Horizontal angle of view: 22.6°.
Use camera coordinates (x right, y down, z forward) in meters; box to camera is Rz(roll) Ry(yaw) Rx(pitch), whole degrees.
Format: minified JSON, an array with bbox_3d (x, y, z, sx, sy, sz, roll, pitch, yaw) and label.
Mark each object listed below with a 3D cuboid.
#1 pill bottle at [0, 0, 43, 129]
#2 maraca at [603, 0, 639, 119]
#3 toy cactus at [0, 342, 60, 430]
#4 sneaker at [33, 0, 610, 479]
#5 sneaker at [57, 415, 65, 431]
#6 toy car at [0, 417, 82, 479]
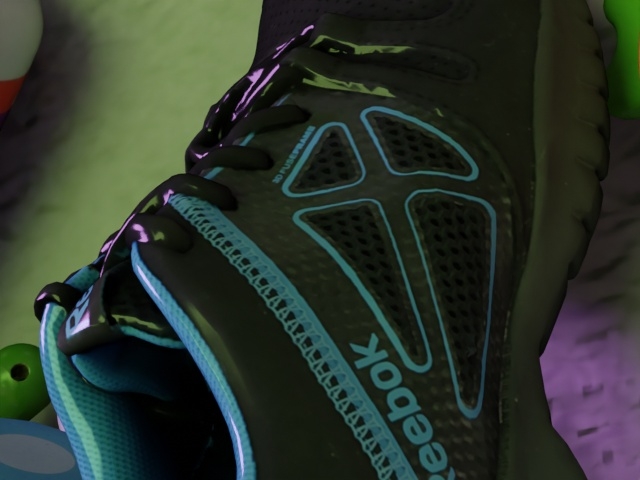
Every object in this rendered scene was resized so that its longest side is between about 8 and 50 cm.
[{"bbox_3d":[-0.259,-0.001,0.681,0.181,0.181,0.323,40,109,34],"label":"pill bottle"},{"bbox_3d":[0.133,-0.059,0.438,0.127,0.099,0.186,-61,29,14],"label":"maraca"},{"bbox_3d":[-0.161,0.148,0.648,0.180,0.112,0.219,7,98,48],"label":"toy cactus"},{"bbox_3d":[0.000,0.000,0.454,0.125,0.139,0.341,-45,34,41],"label":"sneaker"},{"bbox_3d":[-0.007,0.110,0.541,0.258,0.094,0.091,54,135,34],"label":"sneaker"},{"bbox_3d":[-0.168,0.179,0.449,0.238,0.210,0.219,-107,31,-75],"label":"toy car"}]
